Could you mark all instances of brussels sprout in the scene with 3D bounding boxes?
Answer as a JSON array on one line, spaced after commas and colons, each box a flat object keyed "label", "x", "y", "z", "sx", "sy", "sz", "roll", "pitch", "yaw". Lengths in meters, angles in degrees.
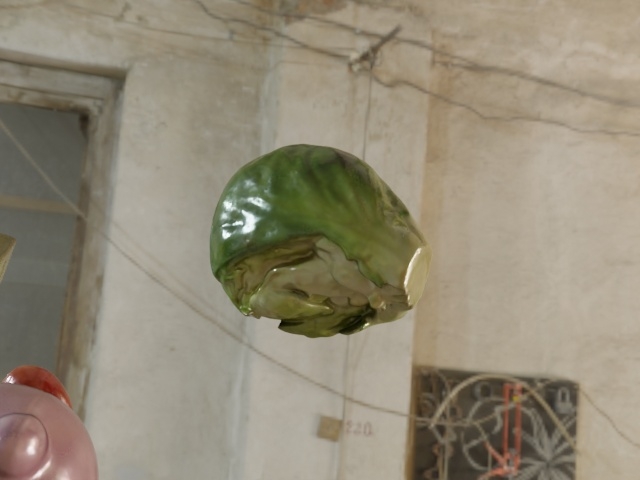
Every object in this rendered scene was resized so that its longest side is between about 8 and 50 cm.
[{"label": "brussels sprout", "x": 0.001, "y": -0.006, "z": 0.646, "sx": 0.183, "sy": 0.145, "sz": 0.131, "roll": 2, "pitch": -40, "yaw": 7}]

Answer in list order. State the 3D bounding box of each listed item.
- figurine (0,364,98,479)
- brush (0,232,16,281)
[{"label": "figurine", "x": -0.263, "y": 0.200, "z": 0.625, "sx": 0.173, "sy": 0.173, "sz": 0.173, "roll": 4, "pitch": -9, "yaw": 1}, {"label": "brush", "x": -0.339, "y": -0.010, "z": 0.535, "sx": 0.233, "sy": 0.047, "sz": 0.103, "roll": 24, "pitch": 16, "yaw": -14}]
